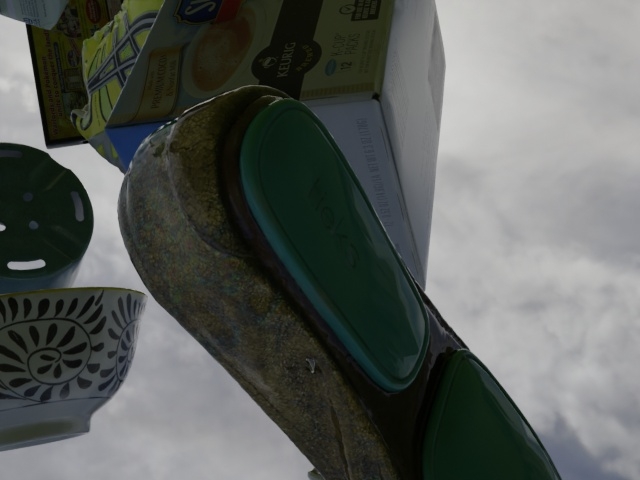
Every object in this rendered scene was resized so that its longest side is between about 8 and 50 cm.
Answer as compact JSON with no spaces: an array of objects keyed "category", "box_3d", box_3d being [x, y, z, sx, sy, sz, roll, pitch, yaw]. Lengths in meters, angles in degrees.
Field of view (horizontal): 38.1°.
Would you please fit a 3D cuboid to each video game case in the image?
[{"category":"video game case","box_3d":[-0.391,-0.315,1.680,0.248,0.035,0.274,-10,-100,-13]}]

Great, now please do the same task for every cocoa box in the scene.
[{"category":"cocoa box","box_3d":[-0.016,-0.141,0.881,0.228,0.231,0.347,-4,-135,16]}]

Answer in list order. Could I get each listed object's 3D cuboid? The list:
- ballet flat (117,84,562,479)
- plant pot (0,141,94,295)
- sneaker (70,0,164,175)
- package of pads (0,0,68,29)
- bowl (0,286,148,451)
[{"category":"ballet flat","box_3d":[0.021,0.080,0.471,0.348,0.123,0.123,55,-143,-23]},{"category":"plant pot","box_3d":[-0.549,0.026,1.568,0.341,0.334,0.341,15,-124,-24]},{"category":"sneaker","box_3d":[-0.225,-0.244,1.164,0.147,0.384,0.145,28,-146,3]},{"category":"package of pads","box_3d":[-0.259,-0.397,0.914,0.101,0.229,0.296,17,-118,1]},{"category":"bowl","box_3d":[-0.185,0.087,0.573,0.170,0.170,0.080,-6,-102,-22]}]
